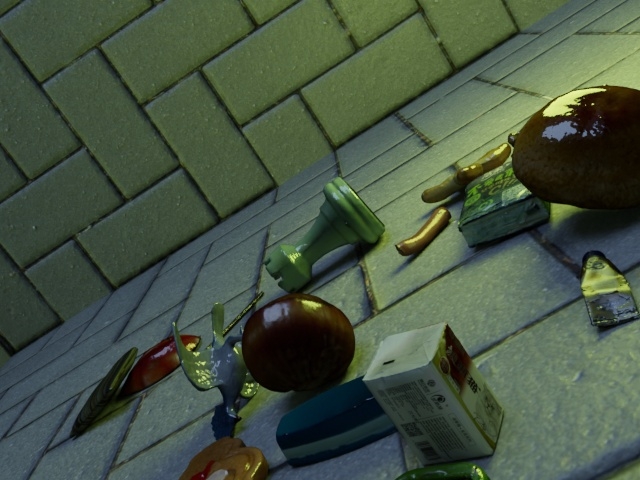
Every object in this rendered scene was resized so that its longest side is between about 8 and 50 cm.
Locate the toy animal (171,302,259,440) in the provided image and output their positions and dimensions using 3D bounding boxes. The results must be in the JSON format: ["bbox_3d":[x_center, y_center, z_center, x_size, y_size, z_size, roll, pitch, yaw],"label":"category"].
[{"bbox_3d":[-0.188,0.242,1.299,0.176,0.239,0.255,-44,48,14],"label":"toy animal"}]

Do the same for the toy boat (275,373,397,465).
[{"bbox_3d":[0.064,0.249,1.006,0.299,0.061,0.096,-28,15,20],"label":"toy boat"}]

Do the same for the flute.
[{"bbox_3d":[-0.232,0.220,1.811,0.014,0.014,0.269,-18,22,46],"label":"flute"}]

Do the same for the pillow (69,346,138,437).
[{"bbox_3d":[-0.581,0.408,1.819,0.212,0.052,0.208,-47,12,20],"label":"pillow"}]

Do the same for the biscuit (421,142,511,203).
[{"bbox_3d":[0.347,-0.154,1.612,0.164,0.047,0.208,-33,0,-24],"label":"biscuit"}]

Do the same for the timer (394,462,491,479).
[{"bbox_3d":[0.123,0.305,0.739,0.140,0.047,0.128,-23,20,36],"label":"timer"}]

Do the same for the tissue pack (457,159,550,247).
[{"bbox_3d":[0.377,-0.086,1.376,0.173,0.073,0.235,-26,16,27],"label":"tissue pack"}]

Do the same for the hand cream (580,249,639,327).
[{"bbox_3d":[0.396,0.063,0.944,0.062,0.039,0.163,-12,23,16],"label":"hand cream"}]

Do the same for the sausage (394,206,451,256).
[{"bbox_3d":[0.234,-0.018,1.514,0.177,0.047,0.040,-40,28,-30],"label":"sausage"}]

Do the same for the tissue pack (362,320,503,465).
[{"bbox_3d":[0.144,0.192,0.848,0.106,0.148,0.099,-23,19,35],"label":"tissue pack"}]

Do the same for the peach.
[{"bbox_3d":[-0.457,0.327,1.851,0.279,0.068,0.189,-35,13,-3],"label":"peach"}]

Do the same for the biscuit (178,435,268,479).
[{"bbox_3d":[-0.169,0.405,1.038,0.202,0.047,0.334,-34,14,1],"label":"biscuit"}]

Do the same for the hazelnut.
[{"bbox_3d":[-0.034,0.183,1.206,0.204,0.178,0.178,5,-6,-29],"label":"hazelnut"}]

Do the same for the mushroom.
[{"bbox_3d":[0.453,-0.159,1.149,0.283,0.195,0.263,3,41,50],"label":"mushroom"}]

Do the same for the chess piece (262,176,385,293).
[{"bbox_3d":[0.000,0.000,1.731,0.299,0.194,0.194,-42,14,6],"label":"chess piece"}]
